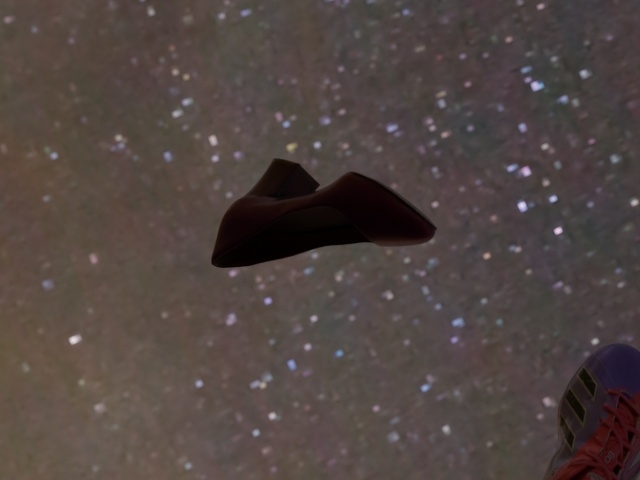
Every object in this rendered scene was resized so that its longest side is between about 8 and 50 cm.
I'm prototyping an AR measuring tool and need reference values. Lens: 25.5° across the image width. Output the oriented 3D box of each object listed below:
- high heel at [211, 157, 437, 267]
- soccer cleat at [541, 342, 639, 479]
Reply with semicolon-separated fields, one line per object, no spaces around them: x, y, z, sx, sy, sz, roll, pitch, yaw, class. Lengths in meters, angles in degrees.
0.000;0.000;1.929;0.127;0.181;0.377;41;-14;-31;high heel
0.211;0.177;1.097;0.083;0.248;0.095;30;-29;3;soccer cleat
